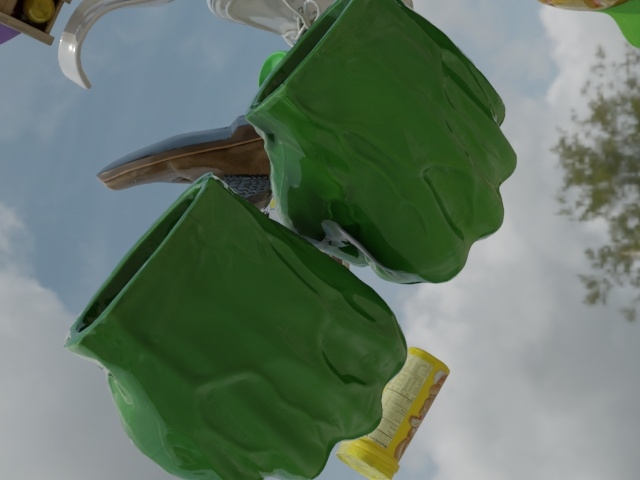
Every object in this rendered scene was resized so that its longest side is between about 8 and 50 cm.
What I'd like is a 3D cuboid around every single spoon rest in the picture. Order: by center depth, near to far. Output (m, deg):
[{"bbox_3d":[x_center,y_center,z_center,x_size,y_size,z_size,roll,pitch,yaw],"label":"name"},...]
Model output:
[{"bbox_3d":[-0.275,-0.346,1.427,0.276,0.137,0.084,-52,-27,-12],"label":"spoon rest"}]

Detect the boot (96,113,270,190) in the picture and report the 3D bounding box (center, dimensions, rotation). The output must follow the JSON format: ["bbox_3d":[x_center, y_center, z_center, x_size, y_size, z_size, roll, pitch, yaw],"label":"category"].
[{"bbox_3d":[-0.164,-0.098,1.401,0.112,0.305,0.115,-83,-21,-67],"label":"boot"}]

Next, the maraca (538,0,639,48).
[{"bbox_3d":[0.173,-0.194,0.632,0.099,0.185,0.127,-51,-6,-25],"label":"maraca"}]

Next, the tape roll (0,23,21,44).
[{"bbox_3d":[-0.483,-0.360,1.478,0.189,0.189,0.080,-57,-46,-36],"label":"tape roll"}]

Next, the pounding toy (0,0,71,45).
[{"bbox_3d":[-0.431,-0.369,1.269,0.269,0.154,0.155,21,-83,-48],"label":"pounding toy"}]

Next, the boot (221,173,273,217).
[{"bbox_3d":[-0.092,0.004,1.225,0.246,0.083,0.161,-81,-10,-83],"label":"boot"}]

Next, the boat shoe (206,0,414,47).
[{"bbox_3d":[-0.006,-0.378,1.690,0.367,0.136,0.156,-1,-126,-21],"label":"boat shoe"}]

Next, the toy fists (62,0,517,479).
[{"bbox_3d":[0.000,0.000,0.511,0.142,0.096,0.279,42,-117,-15],"label":"toy fists"}]

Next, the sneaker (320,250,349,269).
[{"bbox_3d":[0.001,0.013,1.491,0.185,0.083,0.070,97,165,-59],"label":"sneaker"}]

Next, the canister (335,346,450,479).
[{"bbox_3d":[0.099,0.234,1.347,0.073,0.126,0.170,33,-106,-1],"label":"canister"}]

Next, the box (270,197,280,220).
[{"bbox_3d":[-0.127,-0.121,2.109,0.179,0.105,0.043,63,-144,-36],"label":"box"}]

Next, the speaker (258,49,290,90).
[{"bbox_3d":[0.021,-0.298,1.998,0.296,0.131,0.131,7,-94,-43],"label":"speaker"}]
